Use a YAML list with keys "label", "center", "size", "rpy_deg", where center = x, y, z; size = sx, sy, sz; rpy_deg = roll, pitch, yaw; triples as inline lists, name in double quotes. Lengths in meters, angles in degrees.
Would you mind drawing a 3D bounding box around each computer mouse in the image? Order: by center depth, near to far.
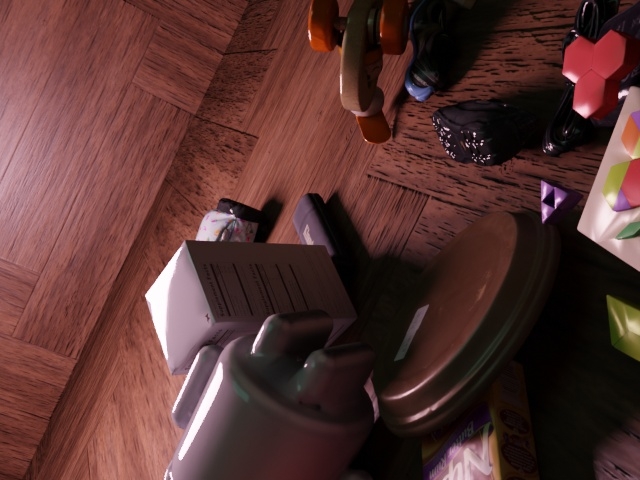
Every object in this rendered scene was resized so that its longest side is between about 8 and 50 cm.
- label: "computer mouse"
  center: [0.317, -0.177, 0.780]
  size: [0.272, 0.072, 0.188]
  rpy_deg: [168, 120, -77]

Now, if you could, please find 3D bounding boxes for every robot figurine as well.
- label: "robot figurine"
  center: [-0.066, 0.256, 1.000]
  size: [0.300, 0.200, 0.353]
  rpy_deg: [38, 110, 32]

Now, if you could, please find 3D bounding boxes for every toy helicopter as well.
- label: "toy helicopter"
  center: [0.089, -0.313, 1.366]
  size: [0.355, 0.140, 0.235]
  rpy_deg: [-64, -25, -57]

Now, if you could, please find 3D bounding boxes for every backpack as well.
- label: "backpack"
  center: [-0.198, 0.007, 1.721]
  size: [0.182, 0.115, 0.152]
  rpy_deg: [-68, 24, 0]

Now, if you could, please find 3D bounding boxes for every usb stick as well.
- label: "usb stick"
  center: [0.000, 0.000, 1.355]
  size: [0.077, 0.045, 0.278]
  rpy_deg: [-60, 22, 17]

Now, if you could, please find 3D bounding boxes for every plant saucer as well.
- label: "plant saucer"
  center: [0.139, 0.076, 0.861]
  size: [0.278, 0.041, 0.278]
  rpy_deg: [-53, 11, 15]

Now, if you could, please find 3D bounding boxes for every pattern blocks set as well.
- label: "pattern blocks set"
  center: [0.282, -0.041, 0.641]
  size: [0.325, 0.026, 0.285]
  rpy_deg: [-159, 76, -64]

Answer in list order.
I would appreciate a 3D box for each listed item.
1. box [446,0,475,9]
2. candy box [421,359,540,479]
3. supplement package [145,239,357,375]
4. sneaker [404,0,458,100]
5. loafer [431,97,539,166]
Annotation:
- label: "box"
  center: [0.244, -0.474, 1.246]
  size: [0.232, 0.087, 0.058]
  rpy_deg: [-62, 19, 11]
- label: "candy box"
  center: [0.147, 0.208, 0.772]
  size: [0.109, 0.053, 0.186]
  rpy_deg: [-47, 29, 38]
- label: "supplement package"
  center: [-0.096, 0.093, 1.162]
  size: [0.139, 0.244, 0.134]
  rpy_deg: [-48, 54, 36]
- label: "sneaker"
  center: [0.176, -0.296, 1.255]
  size: [0.078, 0.067, 0.188]
  rpy_deg: [-22, 47, 42]
- label: "loafer"
  center: [0.199, -0.137, 1.018]
  size: [0.078, 0.076, 0.223]
  rpy_deg: [-28, 15, -4]
